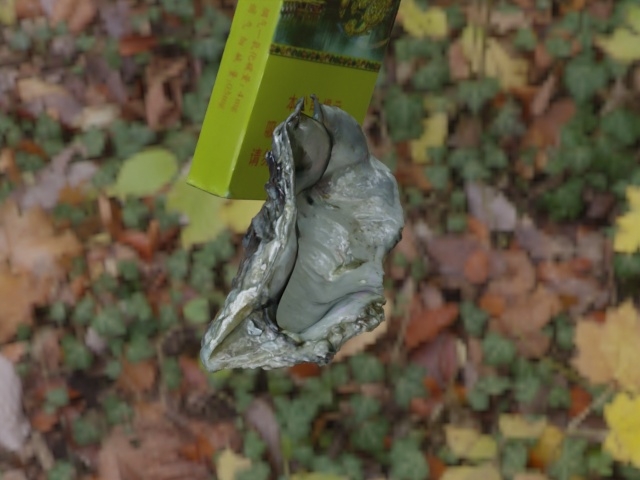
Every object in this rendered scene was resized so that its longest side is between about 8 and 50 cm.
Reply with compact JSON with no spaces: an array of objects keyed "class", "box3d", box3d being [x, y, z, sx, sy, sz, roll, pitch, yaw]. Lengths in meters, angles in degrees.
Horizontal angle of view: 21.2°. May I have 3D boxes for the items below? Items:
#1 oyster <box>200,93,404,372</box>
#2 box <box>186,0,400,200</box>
[{"class":"oyster","box3d":[0.003,-0.001,1.184,0.087,0.199,0.252,-15,59,26]},{"class":"box","box3d":[0.003,-0.195,1.365,0.047,0.335,0.187,22,11,28]}]
